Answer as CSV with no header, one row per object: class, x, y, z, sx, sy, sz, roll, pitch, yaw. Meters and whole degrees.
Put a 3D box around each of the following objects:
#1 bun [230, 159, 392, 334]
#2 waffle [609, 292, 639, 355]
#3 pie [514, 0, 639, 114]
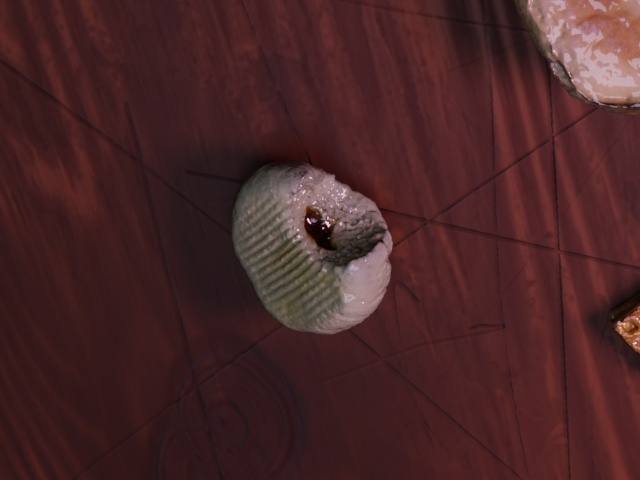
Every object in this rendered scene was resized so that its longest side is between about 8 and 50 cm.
bun,0.000,0.000,1.921,0.204,0.126,0.212,-7,108,41
waffle,0.420,0.084,1.924,0.148,0.042,0.102,-40,99,23
pie,0.345,-0.288,1.724,0.337,0.075,0.338,1,94,11
